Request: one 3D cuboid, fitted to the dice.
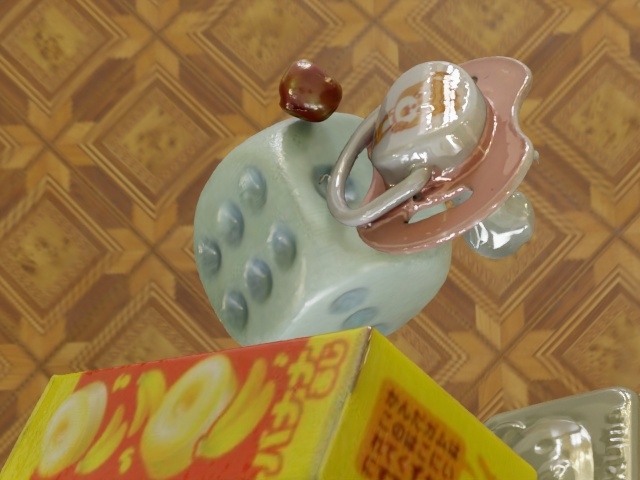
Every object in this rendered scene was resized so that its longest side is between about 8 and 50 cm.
[{"bbox_3d":[0.000,0.000,1.557,0.268,0.262,0.265,-50,58,41],"label":"dice"}]

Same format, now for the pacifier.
[{"bbox_3d":[0.159,-0.094,1.356,0.273,0.220,0.332,19,43,-8],"label":"pacifier"}]

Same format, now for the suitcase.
[{"bbox_3d":[0.299,0.378,1.479,0.339,0.194,0.352,-19,37,31],"label":"suitcase"}]

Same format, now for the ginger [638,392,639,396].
[{"bbox_3d":[0.520,0.271,1.608,0.069,0.095,0.190,-38,106,18],"label":"ginger"}]

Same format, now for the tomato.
[{"bbox_3d":[-0.015,-0.191,1.462,0.087,0.087,0.075,35,91,12],"label":"tomato"}]

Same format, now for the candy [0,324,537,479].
[{"bbox_3d":[-0.039,0.130,0.598,0.276,0.146,0.088,-16,44,46],"label":"candy"}]
